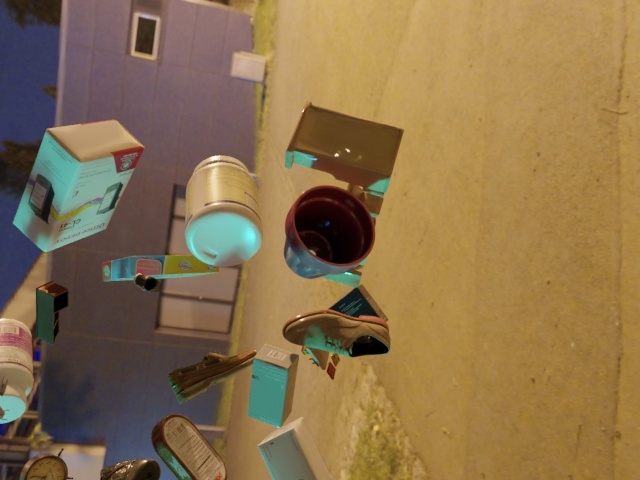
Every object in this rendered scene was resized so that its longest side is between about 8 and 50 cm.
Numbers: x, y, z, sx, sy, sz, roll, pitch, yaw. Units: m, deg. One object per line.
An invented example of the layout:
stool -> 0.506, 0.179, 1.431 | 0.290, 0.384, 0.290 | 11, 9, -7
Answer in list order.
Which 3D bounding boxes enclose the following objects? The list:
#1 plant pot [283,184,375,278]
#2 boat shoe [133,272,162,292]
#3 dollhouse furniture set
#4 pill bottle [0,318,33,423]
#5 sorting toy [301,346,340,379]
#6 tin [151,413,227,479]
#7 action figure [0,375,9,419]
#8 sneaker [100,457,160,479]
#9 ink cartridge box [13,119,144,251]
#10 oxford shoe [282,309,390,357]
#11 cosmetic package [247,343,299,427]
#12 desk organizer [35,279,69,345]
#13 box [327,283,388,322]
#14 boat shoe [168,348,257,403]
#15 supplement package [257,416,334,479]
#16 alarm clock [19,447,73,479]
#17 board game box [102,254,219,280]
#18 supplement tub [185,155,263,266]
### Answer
plant pot -> 0.000, 0.000, 1.392 | 0.180, 0.201, 0.201 | 132, 144, -58
boat shoe -> -0.512, 0.134, 1.812 | 0.049, 0.042, 0.133 | -66, -18, -11
dollhouse furniture set -> 0.046, -0.143, 1.603 | 0.394, 0.256, 0.362 | 99, -172, -59
pill bottle -> -0.961, 0.394, 1.819 | 0.302, 0.169, 0.169 | 59, 141, 46
sorting toy -> -0.014, 0.374, 2.127 | 0.275, 0.046, 0.132 | 56, -148, -34
tin -> -0.266, 0.440, 1.231 | 0.040, 0.190, 0.106 | -42, -2, 25
action figure -> -0.878, 0.366, 1.427 | 0.099, 0.285, 0.185 | -44, 25, 31
sneaker -> -0.481, 0.596, 1.379 | 0.130, 0.087, 0.227 | -11, 30, 39
ink cartridge box -> -0.618, -0.144, 1.544 | 0.306, 0.131, 0.226 | -55, -11, 30
oxford shoe -> 0.054, 0.300, 1.894 | 0.130, 0.348, 0.123 | -100, 11, -66
cosmetic package -> -0.152, 0.467, 1.932 | 0.107, 0.127, 0.238 | -43, -37, -63
desk organizer -> -0.584, 0.159, 1.311 | 0.047, 0.050, 0.130 | -35, -38, -58
box -> 0.120, 0.258, 2.052 | 0.156, 0.158, 0.093 | -39, -8, 15
boat shoe -> -0.333, 0.400, 1.913 | 0.104, 0.307, 0.111 | 58, 139, 15
supplement package -> -0.084, 0.798, 2.148 | 0.262, 0.145, 0.204 | 62, -174, 8
alarm clock -> -0.865, 0.729, 1.838 | 0.064, 0.192, 0.129 | -7, 100, 43
board game box -> -0.543, 0.092, 2.048 | 0.242, 0.316, 0.064 | -10, 83, 49
supplement tub -> -0.311, -0.101, 1.920 | 0.325, 0.235, 0.235 | -104, 25, -49
